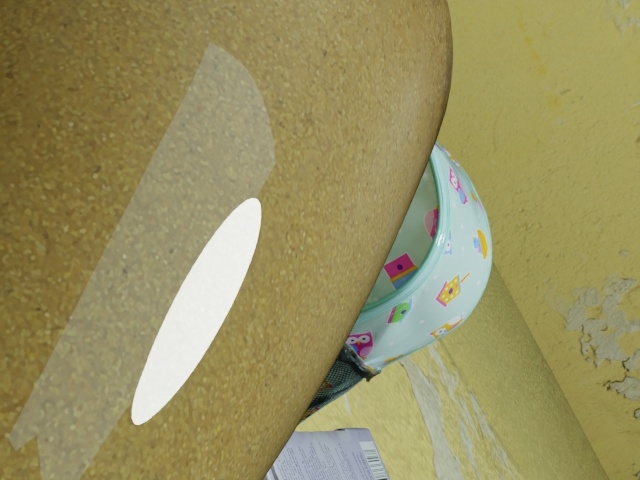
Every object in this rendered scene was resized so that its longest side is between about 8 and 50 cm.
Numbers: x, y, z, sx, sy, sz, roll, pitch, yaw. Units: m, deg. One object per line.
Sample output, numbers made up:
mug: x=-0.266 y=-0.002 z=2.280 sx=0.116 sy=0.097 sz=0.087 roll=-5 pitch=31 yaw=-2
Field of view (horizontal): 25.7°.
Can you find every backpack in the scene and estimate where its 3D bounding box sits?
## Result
backpack: x=0.000 y=0.000 z=0.835 sx=0.144 sy=0.188 sz=0.166 roll=51 pitch=19 yaw=-51

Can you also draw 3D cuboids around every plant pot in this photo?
plant pot: x=-0.089 y=0.010 z=0.416 sx=0.237 sy=0.237 sz=0.254 roll=58 pitch=28 yaw=-33

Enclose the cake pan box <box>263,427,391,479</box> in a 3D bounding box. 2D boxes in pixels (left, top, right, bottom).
cake pan box: x=0.019 y=0.224 z=0.768 sx=0.246 sy=0.070 sz=0.267 roll=27 pitch=40 yaw=-75
